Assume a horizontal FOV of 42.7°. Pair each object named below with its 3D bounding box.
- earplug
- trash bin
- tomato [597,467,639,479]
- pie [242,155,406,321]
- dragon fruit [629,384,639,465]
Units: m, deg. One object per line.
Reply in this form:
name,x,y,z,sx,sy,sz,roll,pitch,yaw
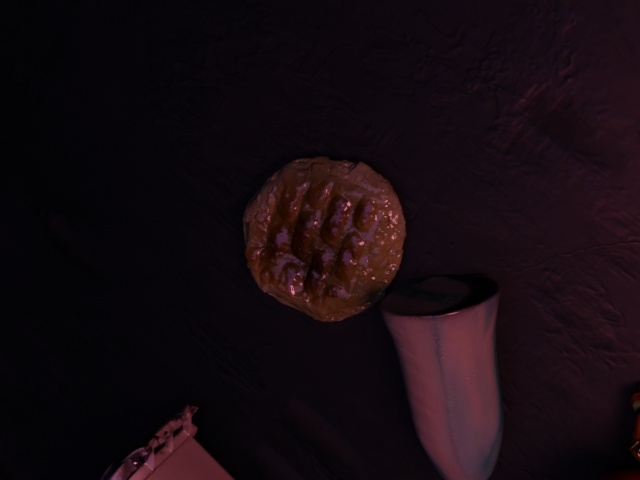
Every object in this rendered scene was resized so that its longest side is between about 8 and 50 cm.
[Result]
earplug,0.213,0.234,1.280,0.185,0.185,0.324,-6,104,26
trash bin,-0.228,0.526,1.493,0.367,0.256,0.296,38,111,8
tomato,0.472,0.470,1.095,0.289,0.325,0.293,21,99,48
pie,0.000,0.000,1.382,0.306,0.071,0.306,5,102,25
dragon fruit,0.509,0.282,1.166,0.138,0.142,0.175,132,128,-58
